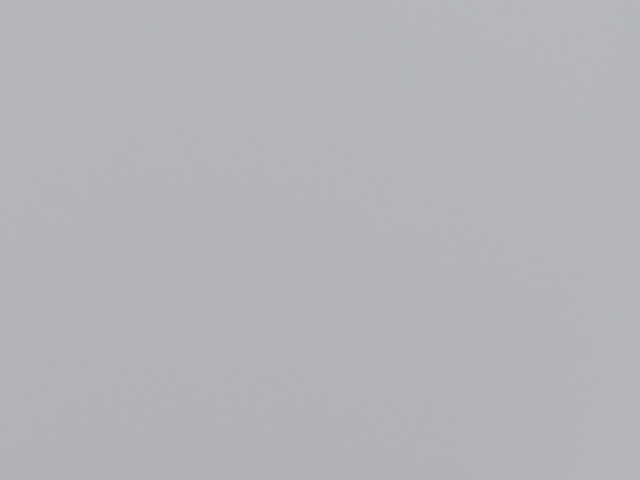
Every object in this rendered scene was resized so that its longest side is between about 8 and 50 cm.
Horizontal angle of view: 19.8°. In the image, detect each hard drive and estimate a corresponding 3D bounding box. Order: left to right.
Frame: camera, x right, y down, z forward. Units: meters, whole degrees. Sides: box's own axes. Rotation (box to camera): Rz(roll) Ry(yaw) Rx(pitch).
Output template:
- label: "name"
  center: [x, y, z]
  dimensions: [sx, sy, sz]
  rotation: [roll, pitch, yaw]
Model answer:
- label: "hard drive"
  center: [-0.045, 0.008, 0.378]
  dimensions: [0.353, 0.233, 0.047]
  rotation: [-23, 169, -18]
